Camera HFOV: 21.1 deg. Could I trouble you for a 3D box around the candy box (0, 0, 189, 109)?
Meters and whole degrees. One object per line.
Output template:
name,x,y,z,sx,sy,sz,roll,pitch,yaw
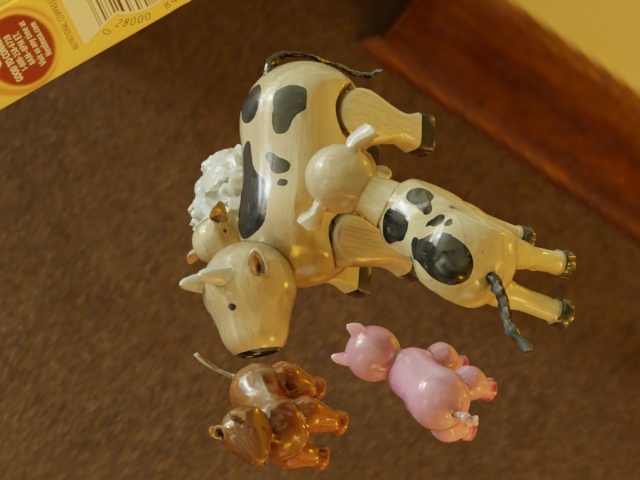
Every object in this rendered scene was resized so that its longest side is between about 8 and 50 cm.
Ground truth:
candy box,-0.137,-0.090,0.565,0.186,0.053,0.109,-32,62,-5

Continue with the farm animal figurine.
farm animal figurine,0.000,0.000,1.201,0.172,0.330,0.327,18,49,-32
